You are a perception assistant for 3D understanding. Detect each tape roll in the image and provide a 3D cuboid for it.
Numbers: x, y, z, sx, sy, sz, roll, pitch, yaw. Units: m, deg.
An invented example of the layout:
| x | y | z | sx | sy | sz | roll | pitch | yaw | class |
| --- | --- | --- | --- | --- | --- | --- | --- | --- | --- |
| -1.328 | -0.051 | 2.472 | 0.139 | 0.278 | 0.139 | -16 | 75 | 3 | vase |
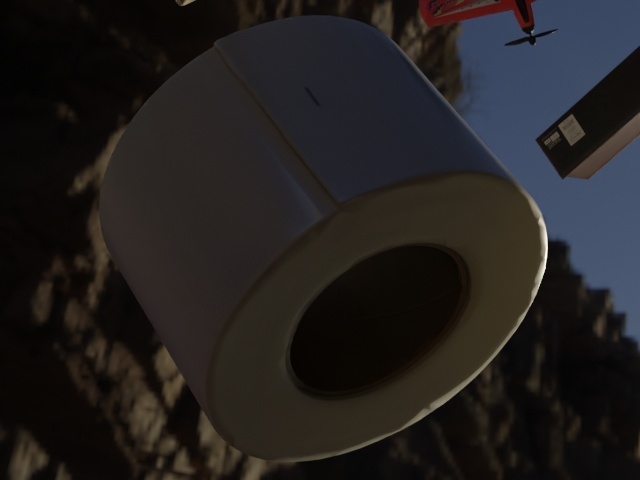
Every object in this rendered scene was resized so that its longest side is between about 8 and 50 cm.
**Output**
| x | y | z | sx | sy | sz | roll | pitch | yaw | class |
| --- | --- | --- | --- | --- | --- | --- | --- | --- | --- |
| 0.000 | 0.000 | 0.989 | 0.246 | 0.169 | 0.246 | -20 | -41 | -19 | tape roll |

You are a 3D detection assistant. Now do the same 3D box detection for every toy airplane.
| x | y | z | sx | sy | sz | roll | pitch | yaw | class |
| --- | --- | --- | --- | --- | --- | --- | --- | --- | --- |
| 0.137 | -0.219 | 1.174 | 0.151 | 0.151 | 0.028 | 4 | -2 | 5 | toy airplane |

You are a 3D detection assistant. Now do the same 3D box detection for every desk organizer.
| x | y | z | sx | sy | sz | roll | pitch | yaw | class |
| --- | --- | --- | --- | --- | --- | --- | --- | --- | --- |
| 0.259 | -0.111 | 1.348 | 0.130 | 0.047 | 0.050 | -43 | -26 | 28 | desk organizer |

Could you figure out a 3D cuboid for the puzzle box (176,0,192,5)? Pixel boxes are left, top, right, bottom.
| x | y | z | sx | sy | sz | roll | pitch | yaw | class |
| --- | --- | --- | --- | --- | --- | --- | --- | --- | --- |
| -0.160 | -0.372 | 1.051 | 0.052 | 0.272 | 0.409 | -29 | -22 | -10 | puzzle box |
